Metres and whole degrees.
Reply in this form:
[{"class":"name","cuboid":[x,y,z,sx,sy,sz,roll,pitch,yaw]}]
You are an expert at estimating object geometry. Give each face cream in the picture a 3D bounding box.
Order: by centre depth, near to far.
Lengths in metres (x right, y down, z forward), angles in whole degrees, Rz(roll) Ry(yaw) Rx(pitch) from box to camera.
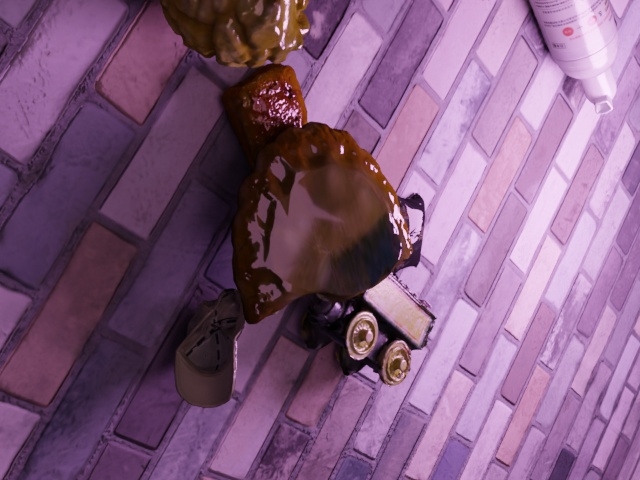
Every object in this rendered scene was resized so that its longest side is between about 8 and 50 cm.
[{"class":"face cream","cuboid":[0.555,-0.439,1.550,0.145,0.145,0.370,-52,129,-19]}]

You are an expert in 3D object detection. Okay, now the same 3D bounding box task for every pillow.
[{"class":"pillow","cuboid":[0.166,-0.014,1.378,0.090,0.048,0.150,-4,100,-38]}]

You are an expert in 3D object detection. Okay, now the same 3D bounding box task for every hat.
[{"class":"hat","cuboid":[-0.155,0.167,1.094,0.081,0.122,0.166,51,28,-61]}]

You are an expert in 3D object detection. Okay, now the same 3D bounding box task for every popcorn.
[{"class":"popcorn","cuboid":[-0.096,-0.362,0.949,0.224,0.270,0.258,24,117,-16]}]

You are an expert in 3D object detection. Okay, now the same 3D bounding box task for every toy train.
[{"class":"toy train","cuboid":[0.083,0.147,1.296,0.261,0.134,0.177,42,65,-40]}]

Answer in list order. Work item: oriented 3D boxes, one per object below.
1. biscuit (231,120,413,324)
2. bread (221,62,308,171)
[{"class":"biscuit","cuboid":[0.000,0.000,1.110,0.329,0.078,0.335,42,71,-29]},{"class":"bread","cuboid":[-0.048,-0.139,1.147,0.139,0.077,0.271,-38,120,-31]}]
